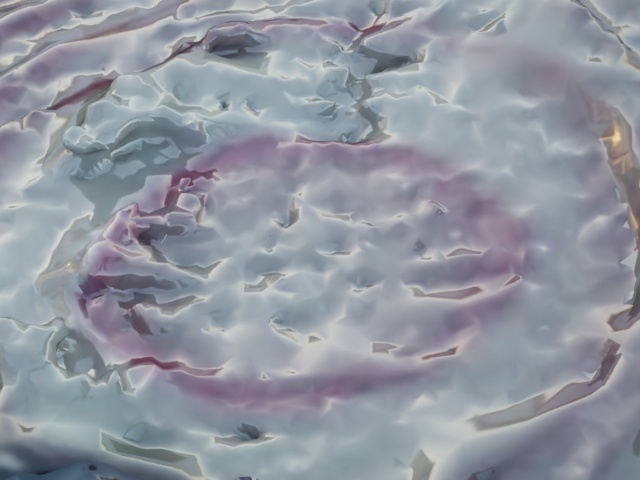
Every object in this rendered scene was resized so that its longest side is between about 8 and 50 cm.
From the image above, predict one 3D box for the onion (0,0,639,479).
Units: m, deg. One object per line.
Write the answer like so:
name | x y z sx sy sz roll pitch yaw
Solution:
onion | 0.000 0.000 0.444 0.314 0.146 0.280 1 50 16
